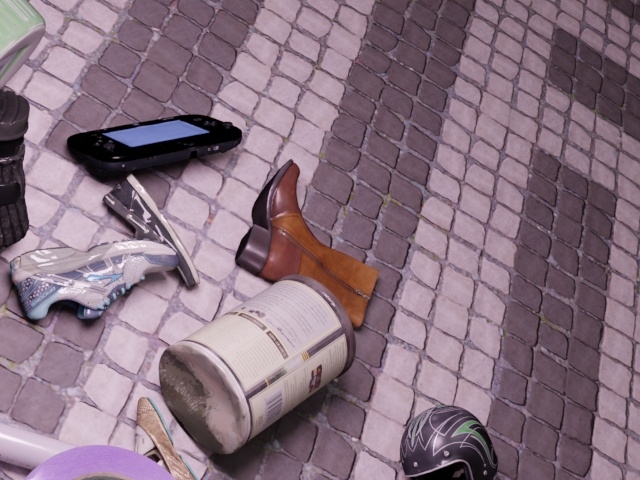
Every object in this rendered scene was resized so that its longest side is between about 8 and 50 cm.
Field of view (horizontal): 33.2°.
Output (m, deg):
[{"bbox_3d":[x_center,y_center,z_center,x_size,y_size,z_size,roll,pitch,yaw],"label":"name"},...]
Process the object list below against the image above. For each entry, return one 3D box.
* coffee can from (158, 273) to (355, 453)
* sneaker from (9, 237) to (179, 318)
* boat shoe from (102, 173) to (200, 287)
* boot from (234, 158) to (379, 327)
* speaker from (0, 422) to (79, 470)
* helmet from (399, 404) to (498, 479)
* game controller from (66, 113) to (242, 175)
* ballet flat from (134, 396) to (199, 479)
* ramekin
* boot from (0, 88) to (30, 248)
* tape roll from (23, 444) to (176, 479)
[{"bbox_3d":[-0.103,0.202,1.802,0.275,0.201,0.201,-30,78,-42],"label":"coffee can"},{"bbox_3d":[-0.372,0.071,1.803,0.283,0.110,0.122,-8,81,-25],"label":"sneaker"},{"bbox_3d":[-0.298,-0.006,1.923,0.079,0.084,0.233,-37,89,-7],"label":"boat shoe"},{"bbox_3d":[0.000,0.000,2.079,0.280,0.096,0.264,28,48,-14],"label":"boot"},{"bbox_3d":[-0.435,0.317,1.614,0.136,0.055,0.055,21,51,-18],"label":"speaker"},{"bbox_3d":[0.223,0.375,1.919,0.161,0.169,0.169,47,45,-18],"label":"helmet"},{"bbox_3d":[-0.305,-0.187,1.994,0.319,0.067,0.166,-16,38,-41],"label":"game controller"},{"bbox_3d":[-0.254,0.346,1.703,0.067,0.073,0.206,-26,72,-26],"label":"ballet flat"},{"bbox_3d":[-0.600,-0.316,1.786,0.148,0.303,0.303,43,47,-9],"label":"ramekin"},{"bbox_3d":[-0.624,-0.120,1.671,0.348,0.260,0.131,12,38,-8],"label":"boot"},{"bbox_3d":[-0.305,0.424,1.475,0.275,0.090,0.275,17,47,-19],"label":"tape roll"}]
